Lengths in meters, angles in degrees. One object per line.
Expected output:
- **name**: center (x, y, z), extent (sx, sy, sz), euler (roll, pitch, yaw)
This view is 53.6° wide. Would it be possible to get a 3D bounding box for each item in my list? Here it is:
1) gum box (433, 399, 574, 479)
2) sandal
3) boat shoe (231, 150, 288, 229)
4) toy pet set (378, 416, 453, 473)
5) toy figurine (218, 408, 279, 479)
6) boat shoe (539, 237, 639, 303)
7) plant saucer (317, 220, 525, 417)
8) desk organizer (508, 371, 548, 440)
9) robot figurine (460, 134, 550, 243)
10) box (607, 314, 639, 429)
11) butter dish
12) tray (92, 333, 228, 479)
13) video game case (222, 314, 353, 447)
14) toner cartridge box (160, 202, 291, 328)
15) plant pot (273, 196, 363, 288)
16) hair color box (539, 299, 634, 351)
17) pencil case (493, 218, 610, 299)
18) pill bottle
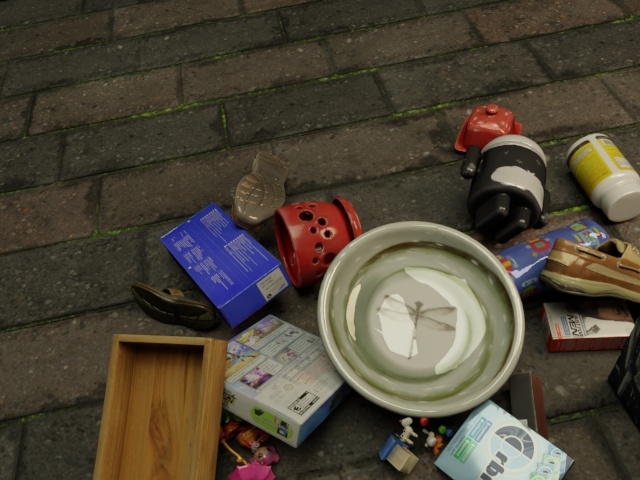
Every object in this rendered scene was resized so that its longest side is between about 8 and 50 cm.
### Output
- **gum box**: center (0.323, 0.396, 1.123), extent (0.184, 0.041, 0.157), euler (34, 77, 31)
- **sandal**: center (-0.330, 0.141, 1.441), extent (0.220, 0.089, 0.060), euler (10, 34, 18)
- **boat shoe**: center (-0.159, -0.107, 1.583), extent (0.123, 0.116, 0.324), euler (33, 29, -8)
- **toy pet set**: center (0.166, 0.366, 1.166), extent (0.065, 0.122, 0.114), euler (34, 87, 44)
- **toy figurine**: center (-0.140, 0.393, 1.194), extent (0.173, 0.130, 0.159), euler (-22, 59, -44)
- **boat shoe**: center (0.603, 0.058, 1.285), extent (0.324, 0.119, 0.122), euler (7, 6, -19)
- **plant saucer**: center (0.192, 0.157, 1.255), extent (0.401, 0.100, 0.400), euler (1, 62, -1)
- **desk organizer**: center (0.394, 0.320, 1.200), extent (0.047, 0.050, 0.130), euler (-19, 57, 37)
- **robot figurine**: center (0.445, -0.126, 1.512), extent (0.174, 0.209, 0.278), euler (-3, 47, 28)
- **box**: center (0.730, 0.251, 0.933), extent (0.298, 0.471, 0.479), euler (-15, 49, -4)
- **butter dish**: center (0.458, -0.314, 1.708), extent (0.160, 0.118, 0.159), euler (14, 53, 19)
- **tray**: center (-0.283, 0.375, 1.099), extent (0.203, 0.076, 0.410), euler (-1, 74, 20)
- **video game case**: center (-0.076, 0.260, 1.236), extent (0.244, 0.061, 0.269), euler (22, 25, 23)
- **toner cartridge box**: center (-0.227, 0.046, 1.457), extent (0.165, 0.075, 0.348), euler (-35, 41, -15)
- **plant pot**: center (0.000, 0.000, 1.452), extent (0.174, 0.191, 0.191), euler (-13, 48, -13)
- **hair color box**: center (0.550, 0.175, 1.306), extent (0.167, 0.053, 0.093), euler (-3, 48, 4)
- **pencil case**: center (0.476, 0.060, 1.374), extent (0.306, 0.133, 0.119), euler (-21, 29, -12)
- **pill bottle**: center (0.693, -0.152, 1.532), extent (0.119, 0.119, 0.208), euler (-11, 48, -2)
